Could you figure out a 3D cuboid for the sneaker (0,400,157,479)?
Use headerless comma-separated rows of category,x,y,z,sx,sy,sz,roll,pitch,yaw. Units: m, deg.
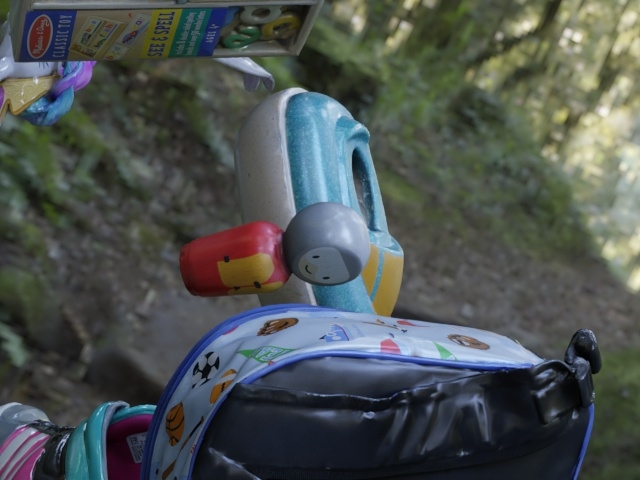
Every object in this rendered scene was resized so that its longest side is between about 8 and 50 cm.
sneaker,-0.198,0.188,1.361,0.124,0.178,0.295,62,3,-22

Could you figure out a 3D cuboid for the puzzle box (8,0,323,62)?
puzzle box,-0.102,-0.270,1.330,0.272,0.052,0.409,-3,-24,-16

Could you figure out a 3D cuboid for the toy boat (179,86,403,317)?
toy boat,0.000,0.000,1.388,0.148,0.268,0.318,-11,3,16

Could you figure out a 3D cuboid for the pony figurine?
pony figurine,-0.233,-0.282,1.701,0.302,0.364,0.351,7,2,30

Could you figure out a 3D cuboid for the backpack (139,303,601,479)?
backpack,0.016,0.158,1.077,0.263,0.277,0.213,12,6,-28
